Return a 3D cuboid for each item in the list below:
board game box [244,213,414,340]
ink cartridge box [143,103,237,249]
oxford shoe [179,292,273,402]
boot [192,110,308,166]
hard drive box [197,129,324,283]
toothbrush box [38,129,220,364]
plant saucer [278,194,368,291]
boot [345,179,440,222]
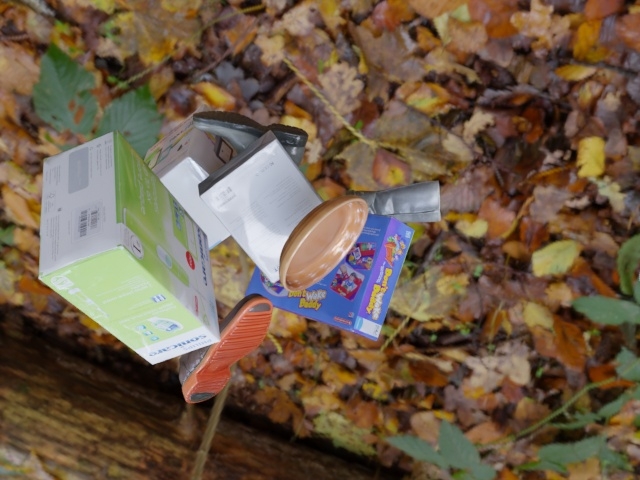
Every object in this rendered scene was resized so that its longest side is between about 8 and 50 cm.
[{"bbox_3d":[0.009,0.051,1.484,0.078,0.233,0.347,27,170,-41],"label":"board game box"},{"bbox_3d":[-0.277,-0.131,1.594,0.198,0.270,0.197,-34,118,20],"label":"ink cartridge box"},{"bbox_3d":[-0.176,0.167,1.213,0.097,0.098,0.271,5,135,-45],"label":"oxford shoe"},{"bbox_3d":[-0.152,-0.168,1.458,0.247,0.083,0.161,13,113,-4],"label":"boot"},{"bbox_3d":[-0.095,-0.063,1.371,0.232,0.181,0.089,53,-178,-23],"label":"hard drive box"},{"bbox_3d":[-0.264,0.019,1.014,0.122,0.206,0.283,-19,143,7],"label":"toothbrush box"},{"bbox_3d":[0.000,0.000,1.195,0.037,0.200,0.200,41,157,21],"label":"plant saucer"},{"bbox_3d":[0.165,-0.050,1.601,0.209,0.076,0.189,-7,132,-4],"label":"boot"}]
